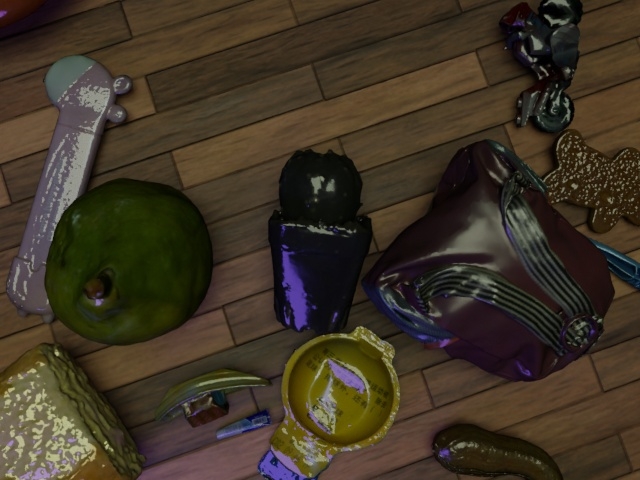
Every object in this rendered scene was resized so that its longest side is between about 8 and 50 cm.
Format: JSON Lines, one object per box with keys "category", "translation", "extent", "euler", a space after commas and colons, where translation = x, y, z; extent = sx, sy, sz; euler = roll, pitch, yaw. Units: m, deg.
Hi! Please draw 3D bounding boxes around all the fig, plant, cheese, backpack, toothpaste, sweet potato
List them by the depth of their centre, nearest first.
{"category": "fig", "translation": [-0.274, 0.035, 0.879], "extent": [0.233, 0.314, 0.232], "euler": [5, 104, 20]}
{"category": "backpack", "translation": [0.252, 0.056, 0.931], "extent": [0.317, 0.197, 0.283], "euler": [39, 87, -9]}
{"category": "plant", "translation": [0.000, 0.000, 0.954], "extent": [0.142, 0.164, 0.255], "euler": [3, 101, 2]}
{"category": "cheese", "translation": [0.008, 0.248, 0.976], "extent": [0.177, 0.069, 0.270], "euler": [33, 95, 6]}
{"category": "sweet potato", "translation": [0.272, 0.323, 0.984], "extent": [0.233, 0.062, 0.081], "euler": [23, 100, -3]}
{"category": "toothpaste", "translation": [-0.112, 0.272, 0.990], "extent": [0.083, 0.015, 0.024], "euler": [-22, 62, 6]}

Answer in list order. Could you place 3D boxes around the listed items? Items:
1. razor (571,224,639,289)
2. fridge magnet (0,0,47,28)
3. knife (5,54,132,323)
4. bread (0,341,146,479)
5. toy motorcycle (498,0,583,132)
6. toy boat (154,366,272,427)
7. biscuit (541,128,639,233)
{"category": "razor", "translation": [0.421, 0.018, 1.020], "extent": [0.253, 0.042, 0.082], "euler": [28, 127, 0]}
{"category": "fridge magnet", "translation": [-0.514, -0.467, 0.973], "extent": [0.364, 0.155, 0.363], "euler": [0, 86, -1]}
{"category": "knife", "translation": [-0.384, -0.078, 1.006], "extent": [0.132, 0.038, 0.398], "euler": [15, 87, 1]}
{"category": "bread", "translation": [-0.446, 0.332, 0.908], "extent": [0.375, 0.165, 0.236], "euler": [-37, 90, -6]}
{"category": "toy motorcycle", "translation": [0.328, -0.270, 1.019], "extent": [0.123, 0.082, 0.213], "euler": [2, 95, 5]}
{"category": "toy boat", "translation": [-0.155, 0.224, 0.975], "extent": [0.172, 0.065, 0.066], "euler": [-21, 73, 2]}
{"category": "biscuit", "translation": [0.435, -0.079, 1.029], "extent": [0.205, 0.031, 0.138], "euler": [18, 96, -2]}
